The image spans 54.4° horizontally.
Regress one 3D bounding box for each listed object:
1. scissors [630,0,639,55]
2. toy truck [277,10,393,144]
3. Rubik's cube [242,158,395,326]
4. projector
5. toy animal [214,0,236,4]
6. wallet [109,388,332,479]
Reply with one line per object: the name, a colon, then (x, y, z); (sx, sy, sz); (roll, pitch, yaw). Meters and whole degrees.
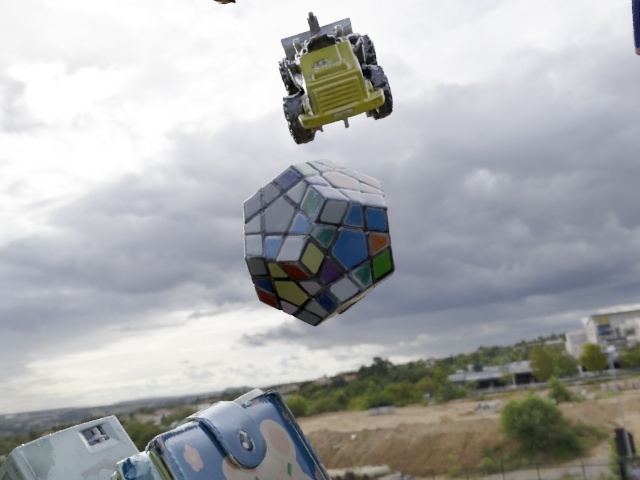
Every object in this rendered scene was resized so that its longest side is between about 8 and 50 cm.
scissors: (0.280, -0.219, 0.532); (0.039, 0.113, 0.012); (-23, 23, -18)
toy truck: (0.009, -0.223, 0.796); (0.137, 0.285, 0.111); (-16, -54, 3)
Rubik's cube: (0.000, 0.000, 0.411); (0.111, 0.111, 0.093); (-14, -29, 31)
projector: (-0.281, 0.282, 0.729); (0.061, 0.115, 0.147); (-49, -21, 20)
toy animal: (-0.115, -0.189, 0.284); (0.256, 0.114, 0.116); (15, 9, 16)
wallet: (-0.063, 0.196, 0.488); (0.059, 0.141, 0.202); (-35, -14, 16)
